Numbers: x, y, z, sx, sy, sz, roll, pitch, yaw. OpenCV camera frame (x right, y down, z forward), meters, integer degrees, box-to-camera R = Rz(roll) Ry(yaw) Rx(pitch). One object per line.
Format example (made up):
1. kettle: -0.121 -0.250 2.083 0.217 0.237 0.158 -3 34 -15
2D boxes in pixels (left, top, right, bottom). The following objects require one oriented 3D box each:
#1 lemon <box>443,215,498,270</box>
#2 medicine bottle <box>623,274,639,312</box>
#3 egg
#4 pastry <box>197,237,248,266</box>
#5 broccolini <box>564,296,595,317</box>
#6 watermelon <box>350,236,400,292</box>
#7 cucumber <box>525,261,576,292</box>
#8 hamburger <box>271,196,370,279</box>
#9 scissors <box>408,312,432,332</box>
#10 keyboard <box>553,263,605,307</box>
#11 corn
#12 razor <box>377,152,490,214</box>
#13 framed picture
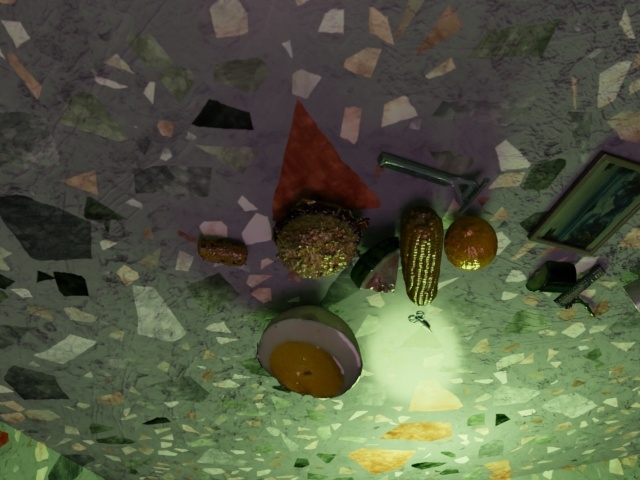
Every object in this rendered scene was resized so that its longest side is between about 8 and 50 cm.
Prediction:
1. lemon: 0.405 0.013 1.353 0.142 0.142 0.187 -11 146 6
2. medicine bottle: 1.074 0.126 1.528 0.247 0.147 0.147 -35 128 27
3. egg: -0.019 0.323 1.580 0.337 0.201 0.337 6 119 11
4. pastry: -0.266 0.032 1.369 0.140 0.056 0.080 4 146 -12
5. broccolini: 0.872 0.219 1.675 0.194 0.054 0.052 20 111 -25
6. watermelon: 0.167 0.046 1.367 0.128 0.231 0.146 21 107 2
7. cucumber: 0.720 0.124 1.552 0.115 0.062 0.116 2 136 -13
8. hamburger: 0.000 0.000 1.303 0.243 0.139 0.262 16 132 -21
9. scissors: 0.350 0.284 1.708 0.058 0.014 0.119 -31 126 25
10. keyboard: 0.821 0.147 1.586 0.176 0.014 0.055 -44 128 15
11. corn: 0.279 0.050 1.392 0.120 0.120 0.363 -7 133 2
12. razor: 0.270 -0.159 1.238 0.277 0.056 0.111 19 132 -13
13. framed picture: 0.753 -0.088 1.366 0.232 0.024 0.315 12 132 -15
